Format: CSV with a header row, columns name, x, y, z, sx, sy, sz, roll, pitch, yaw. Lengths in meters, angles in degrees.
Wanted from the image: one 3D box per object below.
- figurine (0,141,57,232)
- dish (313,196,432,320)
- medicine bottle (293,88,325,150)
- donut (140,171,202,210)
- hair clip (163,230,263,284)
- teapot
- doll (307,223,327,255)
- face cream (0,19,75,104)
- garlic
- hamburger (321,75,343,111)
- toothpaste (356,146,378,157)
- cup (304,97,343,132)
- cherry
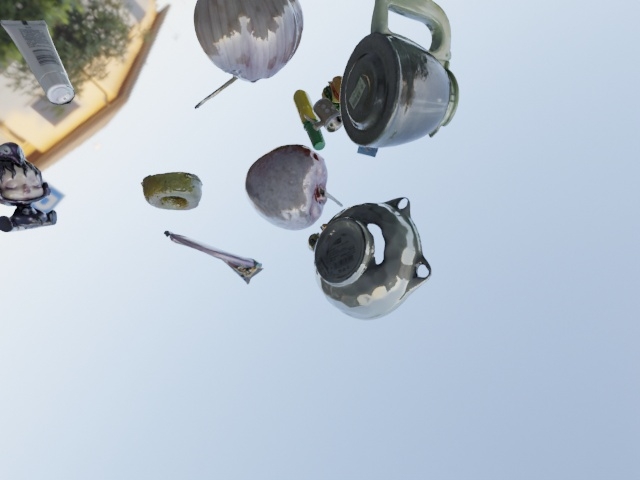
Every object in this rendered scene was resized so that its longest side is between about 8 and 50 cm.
name,x,y,z,sx,sy,sz,roll,pitch,yaw
figurine,-0.753,-0.131,1.160,0.145,0.145,0.223,-12,-89,32
dish,0.080,0.032,1.028,0.302,0.120,0.304,-15,-113,40
medicine bottle,-0.043,-0.495,1.922,0.076,0.111,0.309,-25,-122,9
donut,-0.606,-0.196,1.930,0.271,0.272,0.107,-14,-104,30
hair clip,-0.342,0.048,1.538,0.095,0.358,0.110,-41,-143,25
teapot,0.183,-0.370,1.074,0.239,0.239,0.322,-33,-116,59
doll,0.000,0.000,1.633,0.088,0.102,0.179,7,-160,2
face cream,-0.624,-0.409,1.042,0.244,0.092,0.058,57,-39,17
garlic,-0.165,-0.363,0.815,0.256,0.207,0.207,-25,-139,33
hamburger,0.082,-0.515,1.680,0.115,0.161,0.162,-42,-146,35
toothpaste,0.175,-0.399,1.455,0.066,0.053,0.273,14,-78,5
cup,0.013,-0.409,1.550,0.102,0.074,0.099,-37,-115,8
cherry,-0.125,-0.191,1.757,0.334,0.291,0.327,-18,-103,18
